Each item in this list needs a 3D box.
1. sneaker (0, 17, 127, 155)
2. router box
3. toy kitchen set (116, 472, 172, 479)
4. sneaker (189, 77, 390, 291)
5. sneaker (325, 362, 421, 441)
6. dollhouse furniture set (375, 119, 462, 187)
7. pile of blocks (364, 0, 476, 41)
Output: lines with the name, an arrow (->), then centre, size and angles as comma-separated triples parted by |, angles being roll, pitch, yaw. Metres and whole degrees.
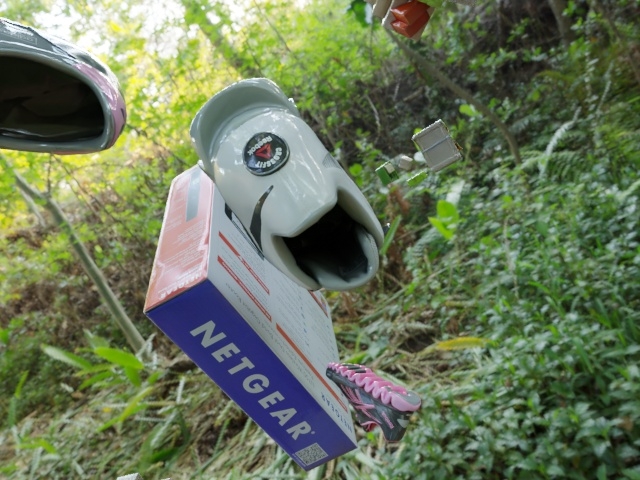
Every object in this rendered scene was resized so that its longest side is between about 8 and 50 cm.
sneaker -> -0.300, -0.129, 0.407 | 0.319, 0.112, 0.131 | 1, 26, -35
router box -> -0.083, 0.089, 0.759 | 0.082, 0.335, 0.301 | -28, 31, 10
toy kitchen set -> -0.220, 0.348, 0.702 | 0.068, 0.083, 0.075 | -19, 24, 16
sneaker -> 0.000, 0.000, 0.529 | 0.122, 0.146, 0.330 | -39, -24, 4
sneaker -> 0.044, 0.162, 0.563 | 0.047, 0.057, 0.119 | 11, 5, -40
dollhouse furniture set -> 0.175, -0.146, 0.985 | 0.151, 0.076, 0.058 | -30, 3, 28
pile of blocks -> 0.185, -0.380, 0.727 | 0.362, 0.149, 0.113 | -23, 44, 49
